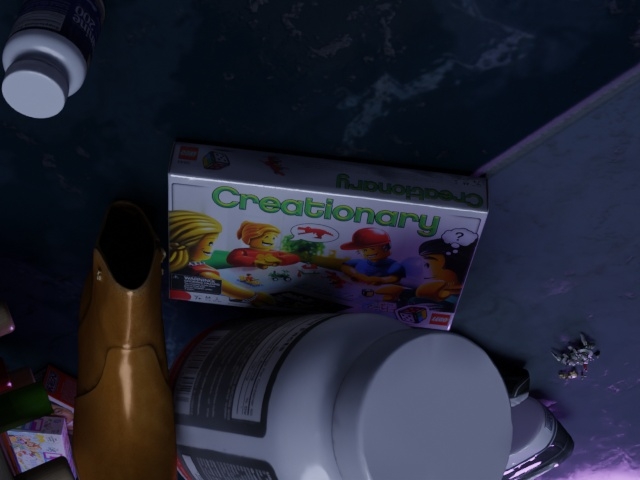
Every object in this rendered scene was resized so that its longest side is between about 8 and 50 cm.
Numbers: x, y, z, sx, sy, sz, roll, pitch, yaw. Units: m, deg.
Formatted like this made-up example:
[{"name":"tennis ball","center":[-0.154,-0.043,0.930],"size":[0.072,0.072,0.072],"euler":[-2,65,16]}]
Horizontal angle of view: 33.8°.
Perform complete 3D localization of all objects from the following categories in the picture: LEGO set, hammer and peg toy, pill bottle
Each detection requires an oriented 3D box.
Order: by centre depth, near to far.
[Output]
[{"name":"pill bottle","center":[-0.219,-0.158,0.858],"size":[0.067,0.120,0.067],"euler":[3,139,2]},{"name":"pill bottle","center":[0.004,0.178,1.051],"size":[0.210,0.210,0.363],"euler":[32,160,-27]},{"name":"hammer and peg toy","center":[-0.363,0.172,1.130],"size":[0.127,0.361,0.266],"euler":[-21,155,-17]},{"name":"LEGO set","center":[0.298,0.141,1.219],"size":[0.054,0.023,0.083],"euler":[-11,136,16]}]

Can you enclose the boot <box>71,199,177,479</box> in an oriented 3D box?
[{"name":"boot","center":[-0.195,0.122,1.043],"size":[0.104,0.295,0.211],"euler":[-3,139,-17]}]

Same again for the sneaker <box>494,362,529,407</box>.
[{"name":"sneaker","center":[0.164,0.148,1.208],"size":[0.178,0.072,0.077],"euler":[3,101,-23]}]

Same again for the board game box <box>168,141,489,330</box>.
[{"name":"board game box","center":[0.000,0.000,1.065],"size":[0.305,0.053,0.193],"euler":[6,139,-2]}]

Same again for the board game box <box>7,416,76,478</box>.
[{"name":"board game box","center":[-0.377,0.275,1.364],"size":[0.104,0.026,0.154],"euler":[4,140,-2]}]

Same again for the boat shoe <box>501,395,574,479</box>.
[{"name":"boat shoe","center":[0.179,0.294,1.350],"size":[0.301,0.108,0.102],"euler":[-31,126,24]}]

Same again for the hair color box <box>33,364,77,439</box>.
[{"name":"hair color box","center":[-0.313,0.218,1.348],"size":[0.141,0.043,0.072],"euler":[35,131,-29]}]
